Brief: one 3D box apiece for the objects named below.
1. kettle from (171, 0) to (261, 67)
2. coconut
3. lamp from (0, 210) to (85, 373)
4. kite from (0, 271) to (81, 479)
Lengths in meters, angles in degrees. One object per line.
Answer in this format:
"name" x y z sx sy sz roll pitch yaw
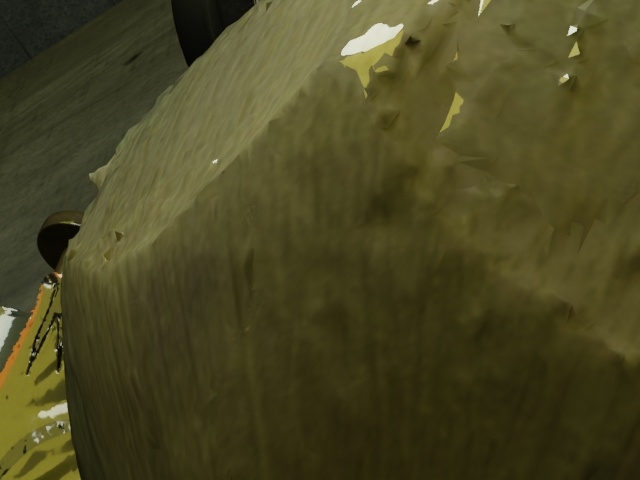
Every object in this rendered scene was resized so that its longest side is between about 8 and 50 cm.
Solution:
"kettle" 0.102 -0.205 1.413 0.324 0.228 0.321 -8 -1 44
"coconut" 0.089 0.049 0.538 0.360 0.346 0.346 -40 18 -35
"lamp" -0.214 0.075 1.319 0.121 0.121 0.214 -19 37 39
"kite" -0.056 0.134 0.747 0.377 0.013 0.327 -28 59 -2
